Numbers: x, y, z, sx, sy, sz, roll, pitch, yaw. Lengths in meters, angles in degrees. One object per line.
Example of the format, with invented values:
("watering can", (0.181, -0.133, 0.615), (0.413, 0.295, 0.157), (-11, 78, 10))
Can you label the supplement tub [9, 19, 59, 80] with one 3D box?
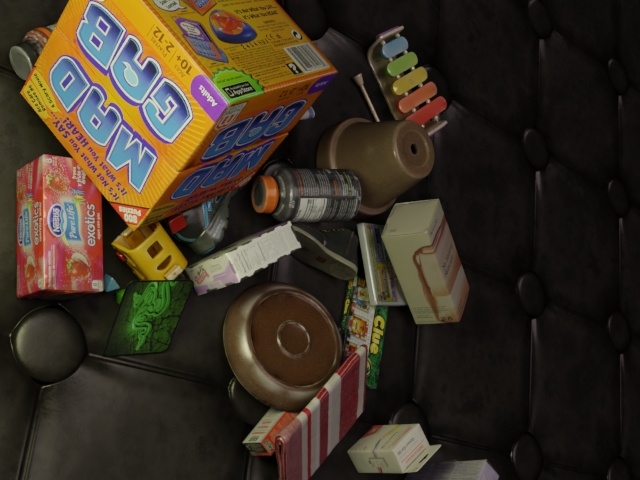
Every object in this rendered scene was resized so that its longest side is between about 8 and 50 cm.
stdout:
("supplement tub", (-0.516, -0.383, 1.757), (0.198, 0.106, 0.106), (-35, 103, -40))

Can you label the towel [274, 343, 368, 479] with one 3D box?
("towel", (0.005, 0.407, 1.986), (0.329, 0.037, 0.237), (-43, 147, -40))

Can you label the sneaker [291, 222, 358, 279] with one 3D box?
("sneaker", (0.000, 0.000, 2.156), (0.222, 0.083, 0.118), (34, 42, -26))

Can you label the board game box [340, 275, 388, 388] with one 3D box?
("board game box", (0.106, 0.229, 2.213), (0.136, 0.030, 0.260), (28, 62, -38))

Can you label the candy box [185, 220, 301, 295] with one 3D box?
("candy box", (-0.168, 0.038, 1.922), (0.196, 0.165, 0.070), (-30, 98, -41))

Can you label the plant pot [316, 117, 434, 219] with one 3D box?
("plant pot", (0.156, -0.201, 2.231), (0.263, 0.229, 0.263), (10, 74, -39))

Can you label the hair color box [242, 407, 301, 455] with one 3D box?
("hair color box", (-0.102, 0.411, 1.953), (0.141, 0.072, 0.043), (-47, 110, -38))

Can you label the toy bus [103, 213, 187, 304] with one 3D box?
("toy bus", (-0.323, 0.048, 1.775), (0.202, 0.104, 0.191), (-2, 107, -42))

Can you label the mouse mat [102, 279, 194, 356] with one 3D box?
("mouse mat", (-0.343, 0.155, 1.757), (0.152, 0.007, 0.190), (1, 123, -41))

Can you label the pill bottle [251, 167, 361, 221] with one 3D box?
("pill bottle", (-0.037, -0.108, 2.086), (0.245, 0.130, 0.130), (0, 79, -30))

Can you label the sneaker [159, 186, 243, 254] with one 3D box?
("sneaker", (-0.239, -0.143, 1.933), (0.139, 0.125, 0.341), (34, 57, -27))

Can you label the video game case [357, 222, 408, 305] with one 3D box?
("video game case", (0.168, 0.064, 2.277), (0.193, 0.023, 0.212), (6, 72, -56))

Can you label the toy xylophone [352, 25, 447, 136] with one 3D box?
("toy xylophone", (0.219, -0.417, 2.440), (0.236, 0.081, 0.323), (-45, 109, -38))

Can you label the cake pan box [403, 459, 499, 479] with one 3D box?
("cake pan box", (0.278, 0.642, 2.105), (0.070, 0.267, 0.246), (48, 50, -20))

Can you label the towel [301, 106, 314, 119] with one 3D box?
("towel", (-0.164, -0.344, 2.055), (0.285, 0.034, 0.209), (-16, 62, -43))

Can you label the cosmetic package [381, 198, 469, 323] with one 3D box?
("cosmetic package", (0.275, 0.058, 2.272), (0.296, 0.129, 0.153), (65, 33, -31))

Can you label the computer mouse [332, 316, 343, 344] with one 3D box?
("computer mouse", (0.013, 0.300, 2.113), (0.071, 0.041, 0.242), (8, 81, -30))

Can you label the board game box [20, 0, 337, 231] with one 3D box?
("board game box", (-0.266, -0.301, 1.680), (0.356, 0.356, 0.356), (50, 36, 8))

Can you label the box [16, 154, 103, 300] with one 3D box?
("box", (-0.495, -0.020, 1.669), (0.122, 0.128, 0.257), (5, 76, -41))

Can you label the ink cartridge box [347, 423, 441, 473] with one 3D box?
("ink cartridge box", (0.175, 0.493, 2.094), (0.115, 0.198, 0.067), (-35, 104, -41))

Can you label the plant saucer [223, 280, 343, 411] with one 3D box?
("plant saucer", (-0.069, 0.228, 1.990), (0.310, 0.050, 0.311), (17, 57, -28))
